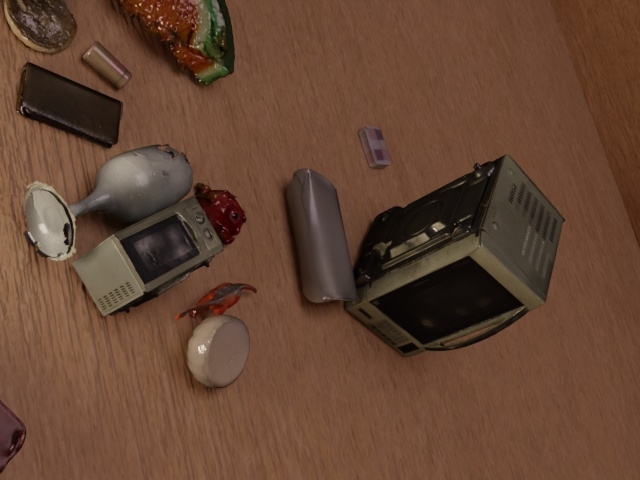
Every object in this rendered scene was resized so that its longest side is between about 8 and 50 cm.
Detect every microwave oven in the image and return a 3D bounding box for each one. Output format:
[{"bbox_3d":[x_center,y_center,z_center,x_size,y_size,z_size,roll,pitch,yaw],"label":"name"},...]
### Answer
[{"bbox_3d":[0.284,0.038,2.018,0.247,0.394,0.333,44,44,-19],"label":"microwave oven"},{"bbox_3d":[-0.297,0.032,1.615,0.205,0.163,0.129,-32,92,-48],"label":"microwave oven"}]

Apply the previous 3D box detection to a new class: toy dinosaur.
[{"bbox_3d":[-0.197,0.117,1.717,0.055,0.101,0.279,50,30,4],"label":"toy dinosaur"}]

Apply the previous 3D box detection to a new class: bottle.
[{"bbox_3d":[-0.415,-0.341,1.796,0.096,0.045,0.045,43,44,-23],"label":"bottle"}]

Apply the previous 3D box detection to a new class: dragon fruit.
[{"bbox_3d":[-0.195,-0.058,1.842,0.112,0.068,0.126,16,59,-40],"label":"dragon fruit"}]

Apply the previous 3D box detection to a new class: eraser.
[{"bbox_3d":[0.136,-0.233,2.302,0.065,0.026,0.105,-2,70,-43],"label":"eraser"}]

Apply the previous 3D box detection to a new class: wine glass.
[{"bbox_3d":[-0.367,-0.077,1.626,0.321,0.143,0.143,-29,90,-51],"label":"wine glass"}]

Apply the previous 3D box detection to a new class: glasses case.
[{"bbox_3d":[0.002,0.000,1.996,0.128,0.083,0.308,14,59,-47],"label":"glasses case"}]

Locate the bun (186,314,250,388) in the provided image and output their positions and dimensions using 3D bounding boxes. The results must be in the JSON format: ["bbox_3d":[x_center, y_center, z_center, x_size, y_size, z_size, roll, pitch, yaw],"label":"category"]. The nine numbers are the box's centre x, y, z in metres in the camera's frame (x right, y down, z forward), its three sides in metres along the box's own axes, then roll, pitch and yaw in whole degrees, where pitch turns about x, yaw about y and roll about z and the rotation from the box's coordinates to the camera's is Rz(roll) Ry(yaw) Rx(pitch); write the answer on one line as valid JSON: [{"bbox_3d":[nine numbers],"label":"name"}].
[{"bbox_3d":[-0.200,0.197,1.679,0.138,0.094,0.138,-29,125,-53],"label":"bun"}]

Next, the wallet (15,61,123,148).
[{"bbox_3d":[-0.462,-0.249,1.706,0.198,0.031,0.110,21,55,-37],"label":"wallet"}]

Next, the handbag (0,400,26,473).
[{"bbox_3d":[-0.583,0.269,1.265,0.275,0.084,0.260,51,45,-10],"label":"handbag"}]

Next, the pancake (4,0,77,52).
[{"bbox_3d":[-0.527,-0.420,1.741,0.152,0.025,0.151,23,52,-34],"label":"pancake"}]

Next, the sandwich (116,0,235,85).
[{"bbox_3d":[-0.292,-0.496,1.918,0.301,0.162,0.250,22,50,-39],"label":"sandwich"}]
